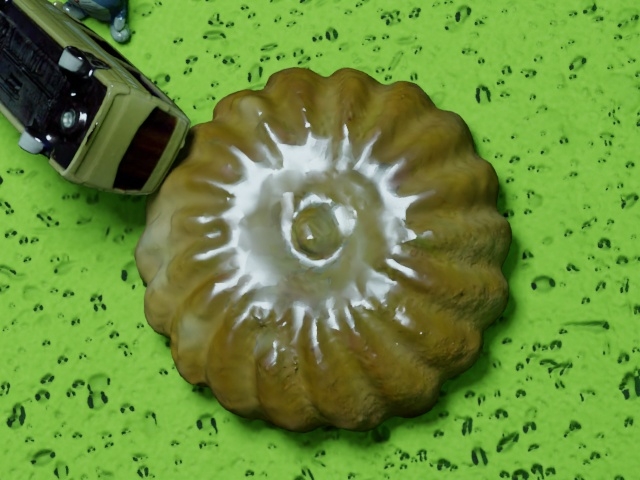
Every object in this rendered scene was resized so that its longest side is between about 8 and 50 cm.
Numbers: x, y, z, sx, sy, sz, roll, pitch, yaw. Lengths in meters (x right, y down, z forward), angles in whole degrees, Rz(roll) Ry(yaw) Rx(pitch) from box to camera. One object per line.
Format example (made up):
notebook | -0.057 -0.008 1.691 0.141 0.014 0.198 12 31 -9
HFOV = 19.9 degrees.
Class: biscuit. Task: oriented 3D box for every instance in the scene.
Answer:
biscuit | 0.000 0.000 1.524 0.326 0.107 0.325 -3 72 9

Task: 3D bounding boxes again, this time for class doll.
doll | -0.204 -0.221 1.622 0.076 0.083 0.050 21 75 17

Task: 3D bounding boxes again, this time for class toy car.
toy car | -0.221 -0.136 1.571 0.257 0.124 0.101 43 108 45
